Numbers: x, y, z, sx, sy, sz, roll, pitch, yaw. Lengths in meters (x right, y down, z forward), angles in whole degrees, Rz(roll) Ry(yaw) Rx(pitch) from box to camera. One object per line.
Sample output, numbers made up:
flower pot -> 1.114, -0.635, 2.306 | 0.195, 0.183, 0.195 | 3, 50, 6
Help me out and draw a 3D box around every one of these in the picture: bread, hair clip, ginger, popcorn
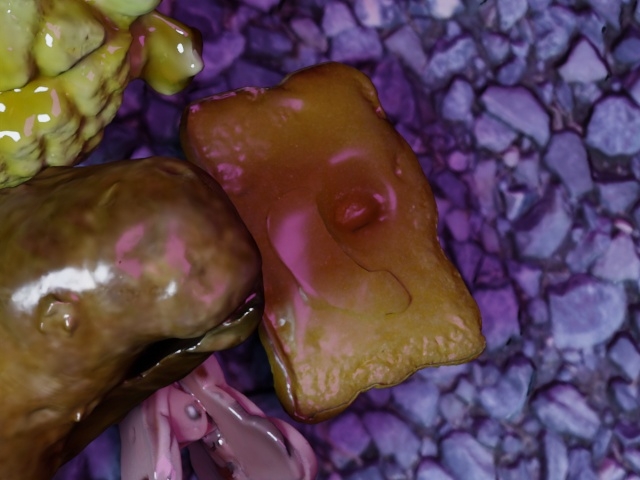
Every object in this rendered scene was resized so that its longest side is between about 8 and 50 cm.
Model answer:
bread -> 0.000, 0.000, 1.234 | 0.160, 0.088, 0.233 | -15, 82, -32
hair clip -> -0.076, 0.109, 1.156 | 0.102, 0.123, 0.138 | 0, 64, -29
ginger -> -0.167, 0.066, 1.058 | 0.165, 0.321, 0.172 | 5, 43, -55
popcorn -> -0.201, -0.155, 1.076 | 0.270, 0.258, 0.224 | 41, 24, -12
